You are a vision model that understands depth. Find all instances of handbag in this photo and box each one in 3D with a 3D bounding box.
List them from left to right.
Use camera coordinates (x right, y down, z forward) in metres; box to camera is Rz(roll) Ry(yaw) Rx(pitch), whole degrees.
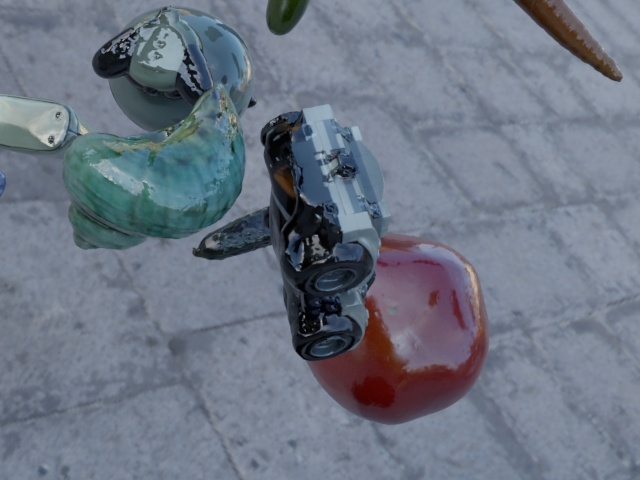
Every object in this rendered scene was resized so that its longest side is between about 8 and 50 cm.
[{"bbox_3d":[-0.501,-0.177,1.909,0.241,0.109,0.315,12,-12,16],"label":"handbag"}]

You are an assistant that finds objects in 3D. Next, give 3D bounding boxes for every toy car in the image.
[{"bbox_3d":[0.002,0.000,1.038,0.118,0.301,0.193,-14,59,-7],"label":"toy car"}]

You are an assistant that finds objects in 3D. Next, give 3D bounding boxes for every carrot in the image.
[{"bbox_3d":[0.288,-0.326,1.297,0.336,0.069,0.069,41,33,-17],"label":"carrot"}]

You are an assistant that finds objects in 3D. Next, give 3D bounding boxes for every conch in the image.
[{"bbox_3d":[-0.157,-0.064,0.927,0.188,0.122,0.176,-18,32,-7],"label":"conch"}]

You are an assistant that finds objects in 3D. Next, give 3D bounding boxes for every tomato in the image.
[{"bbox_3d":[0.105,0.115,1.423,0.298,0.299,0.226,50,-5,17],"label":"tomato"}]

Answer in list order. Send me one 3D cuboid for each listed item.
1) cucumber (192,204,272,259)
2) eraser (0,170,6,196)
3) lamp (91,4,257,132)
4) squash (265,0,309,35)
[{"bbox_3d":[-0.060,-0.030,1.510,0.294,0.067,0.067,-19,61,-22],"label":"cucumber"},{"bbox_3d":[-0.323,-0.066,0.651,0.036,0.082,0.225,23,-10,47],"label":"eraser"},{"bbox_3d":[-0.187,-0.220,1.276,0.198,0.197,0.244,39,5,1],"label":"lamp"},{"bbox_3d":[-0.038,-0.418,1.467,0.069,0.258,0.069,7,42,-6],"label":"squash"}]
